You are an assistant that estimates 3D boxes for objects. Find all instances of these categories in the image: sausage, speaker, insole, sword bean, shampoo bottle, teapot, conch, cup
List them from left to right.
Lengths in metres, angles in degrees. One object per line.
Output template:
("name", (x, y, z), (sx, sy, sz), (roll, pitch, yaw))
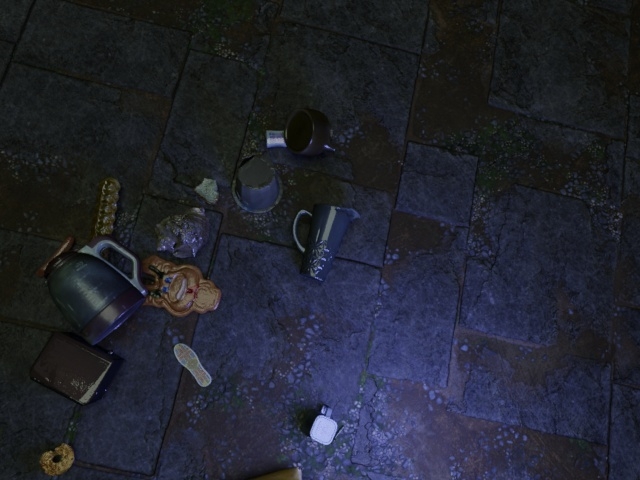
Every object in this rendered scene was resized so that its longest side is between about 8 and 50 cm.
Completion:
("sausage", (-0.987, 0.061, 1.797), (0.043, 0.043, 0.186), (35, 76, 2))
("speaker", (-0.841, 0.438, 1.671), (0.230, 0.153, 0.193), (27, 77, 0))
("teapot", (-0.775, 0.145, 1.680), (0.312, 0.233, 0.315), (47, 61, -5))
("conch", (-0.518, -0.033, 1.840), (0.245, 0.162, 0.178), (-48, 119, -30))
("insole", (-0.474, 0.460, 1.782), (0.065, 0.006, 0.193), (-38, 84, -12))
("shampoo bottle", (-0.176, -0.422, 1.992), (0.099, 0.043, 0.072), (-3, 79, -8))
("teapot", (-0.037, -0.441, 1.957), (0.175, 0.186, 0.268), (-1, 40, -47))
("cup", (0.005, 0.657, 1.731), (0.095, 0.129, 0.128), (28, 73, -6))
("sword bean", (0.063, 0.721, 1.781), (0.012, 0.012, 0.083), (36, 77, 2))

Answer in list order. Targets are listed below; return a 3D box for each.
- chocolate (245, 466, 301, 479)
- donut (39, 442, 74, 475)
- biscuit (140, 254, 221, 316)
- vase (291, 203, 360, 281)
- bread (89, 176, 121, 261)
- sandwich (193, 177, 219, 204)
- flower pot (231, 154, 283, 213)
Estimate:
("chocolate", (-0.264, 0.902, 1.629), (0.444, 0.162, 0.162), (-11, 79, -7))
("donut", (-0.898, 0.752, 1.651), (0.108, 0.043, 0.097), (-18, 80, -11))
("biscuit", (-0.540, 0.180, 1.817), (0.333, 0.047, 0.202), (18, 76, -3))
("vase", (0.000, 0.000, 1.872), (0.250, 0.156, 0.301), (18, 82, -5))
("bread", (-0.824, -0.064, 1.824), (0.084, 0.077, 0.368), (5, 78, -6))
("sandwich", (-0.440, -0.197, 1.916), (0.105, 0.036, 0.093), (42, 76, 3))
("flower pot", (-0.249, -0.237, 1.867), (0.212, 0.203, 0.213), (1, 74, -5))
